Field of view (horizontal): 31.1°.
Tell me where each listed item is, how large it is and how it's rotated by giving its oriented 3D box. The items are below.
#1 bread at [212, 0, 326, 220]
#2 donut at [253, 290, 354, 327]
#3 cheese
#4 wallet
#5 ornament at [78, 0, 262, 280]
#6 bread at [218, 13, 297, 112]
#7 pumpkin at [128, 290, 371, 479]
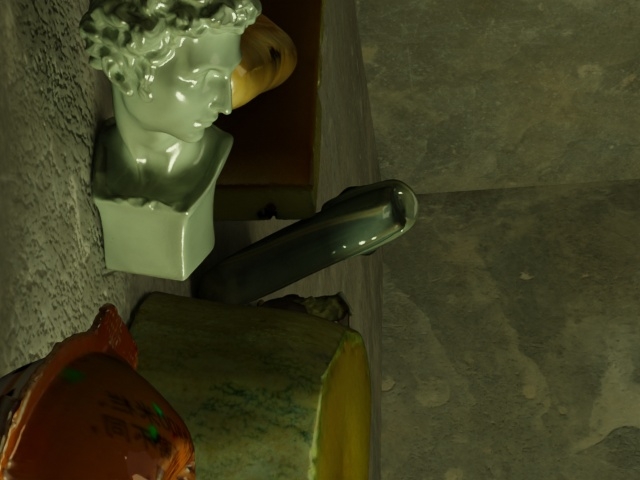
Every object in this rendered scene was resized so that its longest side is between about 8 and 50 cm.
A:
[{"bbox_3d":[-0.066,-0.179,1.314,0.077,0.138,0.361,79,11,-51],"label":"bread"},{"bbox_3d":[-0.034,0.194,1.383,0.345,0.136,0.259,10,79,-81],"label":"donut"},{"bbox_3d":[-0.150,0.191,0.601,0.217,0.129,0.329,78,22,-61],"label":"cheese"},{"bbox_3d":[0.000,0.000,1.361,0.083,0.252,0.360,64,7,0],"label":"wallet"},{"bbox_3d":[-0.125,-0.099,0.890,0.120,0.130,0.285,-69,176,-48],"label":"ornament"},{"bbox_3d":[-0.107,-0.188,1.122,0.091,0.142,0.305,-54,-179,16],"label":"bread"},{"bbox_3d":[-0.053,0.205,1.045,0.332,0.199,0.332,-7,90,-81],"label":"pumpkin"}]
